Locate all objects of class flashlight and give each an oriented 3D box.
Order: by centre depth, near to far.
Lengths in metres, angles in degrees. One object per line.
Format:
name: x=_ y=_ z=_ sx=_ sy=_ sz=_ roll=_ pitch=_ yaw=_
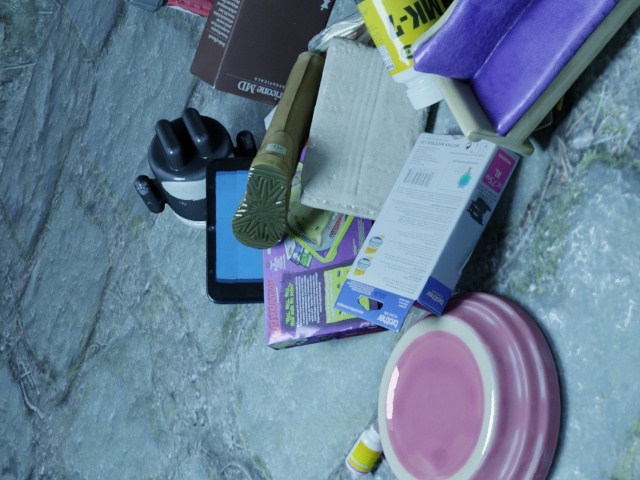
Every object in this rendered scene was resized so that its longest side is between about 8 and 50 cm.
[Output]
flashlight: x=-0.256 y=-0.482 z=2.084 sx=0.103 sy=0.304 sz=0.103 roll=45 pitch=119 yaw=51

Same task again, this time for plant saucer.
plant saucer: x=0.186 y=0.232 z=1.399 sx=0.332 sy=0.084 sz=0.332 roll=-23 pitch=62 yaw=51

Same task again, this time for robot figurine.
robot figurine: x=-0.246 y=-0.141 z=2.012 sx=0.209 sy=0.278 sz=0.174 roll=8 pitch=60 yaw=15

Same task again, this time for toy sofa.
toy sofa: x=0.290 y=-0.299 z=1.303 sx=0.362 sy=0.177 sz=0.150 roll=-52 pitch=39 yaw=30

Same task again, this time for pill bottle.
pill bottle: x=0.142 y=-0.313 z=1.522 sx=0.119 sy=0.119 sz=0.209 roll=-16 pitch=105 yaw=54
pill bottle: x=0.075 y=0.326 z=1.573 sx=0.083 sy=0.043 sz=0.043 roll=-61 pitch=37 yaw=25

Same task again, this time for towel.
towel: x=0.077 y=-0.175 z=1.617 sx=0.049 sy=0.187 sz=0.282 roll=4 pitch=-81 yaw=-85

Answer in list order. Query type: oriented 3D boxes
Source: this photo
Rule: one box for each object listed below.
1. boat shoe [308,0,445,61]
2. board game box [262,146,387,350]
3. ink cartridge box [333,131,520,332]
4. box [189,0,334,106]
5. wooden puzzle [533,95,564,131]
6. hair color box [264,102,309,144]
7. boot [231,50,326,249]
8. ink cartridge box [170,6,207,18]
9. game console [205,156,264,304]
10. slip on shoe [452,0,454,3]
boat shoe: x=0.126 y=-0.353 z=1.661 sx=0.324 sy=0.123 sz=0.116 roll=-25 pitch=93 yaw=41
board game box: x=0.000 y=0.000 z=1.699 sx=0.208 sy=0.056 sz=0.347 roll=-10 pitch=67 yaw=19
ink cartridge box: x=0.151 y=-0.011 z=1.467 sx=0.185 sy=0.065 sz=0.311 roll=15 pitch=73 yaw=58
box: x=-0.091 y=-0.462 z=1.932 sx=0.143 sy=0.191 sz=0.382 roll=43 pitch=117 yaw=53
wooden puzzle: x=0.303 y=-0.185 z=1.413 sx=0.116 sy=0.014 sz=0.079 roll=-11 pitch=67 yaw=55
hair color box: x=-0.039 y=-0.237 z=1.911 sx=0.167 sy=0.053 sz=0.093 roll=-43 pitch=47 yaw=44
boot: x=-0.059 y=-0.147 z=1.688 sx=0.236 sy=0.089 sz=0.270 roll=114 pitch=175 yaw=-50
ink cartridge box: x=-0.354 y=-0.630 z=2.290 sx=0.122 sy=0.289 sz=0.211 roll=-59 pitch=38 yaw=28
game console: x=-0.073 y=-0.045 z=1.794 sx=0.250 sy=0.173 sz=0.293 roll=-30 pitch=57 yaw=50
slip on shoe: x=0.235 y=-0.317 z=1.533 sx=0.041 sy=0.051 sz=0.135 roll=78 pitch=172 yaw=-62
